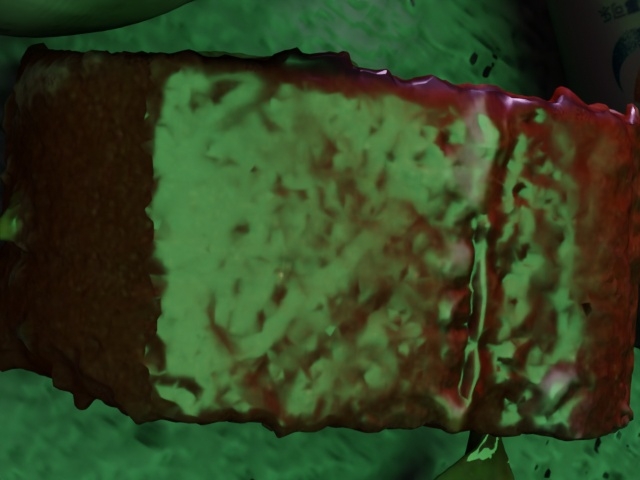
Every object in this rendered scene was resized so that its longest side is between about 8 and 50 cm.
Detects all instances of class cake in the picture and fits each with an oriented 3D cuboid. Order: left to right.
[{"bbox_3d":[0.000,0.000,0.763,0.283,0.177,0.151,2,90,-25],"label":"cake"}]

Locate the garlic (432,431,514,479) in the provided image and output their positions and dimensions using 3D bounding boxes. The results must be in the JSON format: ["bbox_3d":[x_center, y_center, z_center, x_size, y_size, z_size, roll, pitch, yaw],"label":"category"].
[{"bbox_3d":[0.025,0.178,0.811,0.128,0.115,0.207,49,44,4],"label":"garlic"}]

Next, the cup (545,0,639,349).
[{"bbox_3d":[0.188,-0.115,0.874,0.203,0.203,0.288,-24,96,-28],"label":"cup"}]

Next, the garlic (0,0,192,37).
[{"bbox_3d":[-0.077,-0.182,0.731,0.340,0.246,0.231,23,113,-37],"label":"garlic"}]
